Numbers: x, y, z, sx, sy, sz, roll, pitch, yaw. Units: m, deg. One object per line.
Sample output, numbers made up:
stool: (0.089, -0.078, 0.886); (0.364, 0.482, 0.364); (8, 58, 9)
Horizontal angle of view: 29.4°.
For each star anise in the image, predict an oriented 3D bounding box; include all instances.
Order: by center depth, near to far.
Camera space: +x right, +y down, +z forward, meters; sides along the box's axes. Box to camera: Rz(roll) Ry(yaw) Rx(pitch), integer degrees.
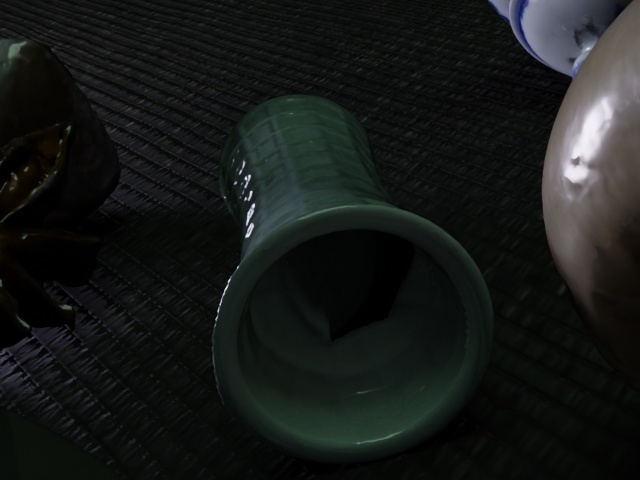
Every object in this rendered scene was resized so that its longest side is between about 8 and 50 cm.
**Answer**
star anise: (-0.263, 0.005, 0.827); (0.220, 0.099, 0.214); (-6, 59, -23)

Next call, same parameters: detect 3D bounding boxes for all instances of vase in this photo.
vase: (0.000, 0.000, 0.739); (0.143, 0.143, 0.299); (-14, 21, -1)

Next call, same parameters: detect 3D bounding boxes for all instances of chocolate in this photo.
chocolate: (-0.319, -0.060, 0.989); (0.303, 0.185, 0.100); (-3, 54, 23)

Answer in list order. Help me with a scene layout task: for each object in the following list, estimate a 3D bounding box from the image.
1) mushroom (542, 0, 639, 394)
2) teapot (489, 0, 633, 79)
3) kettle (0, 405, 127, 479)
mushroom: (0.220, 0.032, 0.455); (0.292, 0.292, 0.290); (-2, 56, 24)
teapot: (0.247, -0.236, 1.019); (0.424, 0.252, 0.280); (13, 63, 3)
kettle: (-0.100, 0.222, 0.246); (0.321, 0.228, 0.324); (17, 29, -8)
